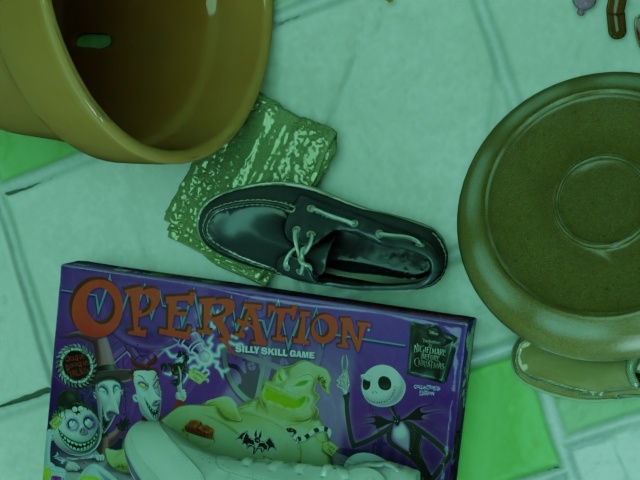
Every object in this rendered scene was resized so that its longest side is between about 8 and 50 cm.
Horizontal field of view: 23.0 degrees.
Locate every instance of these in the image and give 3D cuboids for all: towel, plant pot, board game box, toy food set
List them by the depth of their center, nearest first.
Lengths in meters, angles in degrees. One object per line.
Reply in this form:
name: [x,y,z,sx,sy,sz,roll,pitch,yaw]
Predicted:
plant pot: [0.217,-0.026,1.196,0.236,0.032,0.236,-5,70,15]
plant pot: [-0.200,-0.198,1.234,0.204,0.291,0.290,-2,89,31]
toy food set: [0.240,-0.194,1.236,0.078,0.019,0.122,-40,88,12]
board game box: [-0.056,0.140,1.288,0.347,0.056,0.208,7,93,15]
towel: [-0.058,-0.047,1.308,0.110,0.027,0.148,29,99,14]

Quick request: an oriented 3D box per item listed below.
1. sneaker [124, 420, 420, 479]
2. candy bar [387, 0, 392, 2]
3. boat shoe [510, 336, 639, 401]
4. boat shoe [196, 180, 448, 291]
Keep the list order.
sneaker: [-0.010,0.213,1.219,0.305,0.114,0.152,33,84,11]
candy bar: [0.097,-0.259,1.274,0.161,0.018,0.040,-45,79,10]
boat shoe: [0.238,0.092,1.204,0.190,0.072,0.068,-1,89,15]
boat shoe: [0.000,0.000,1.252,0.206,0.065,0.075,10,102,2]
